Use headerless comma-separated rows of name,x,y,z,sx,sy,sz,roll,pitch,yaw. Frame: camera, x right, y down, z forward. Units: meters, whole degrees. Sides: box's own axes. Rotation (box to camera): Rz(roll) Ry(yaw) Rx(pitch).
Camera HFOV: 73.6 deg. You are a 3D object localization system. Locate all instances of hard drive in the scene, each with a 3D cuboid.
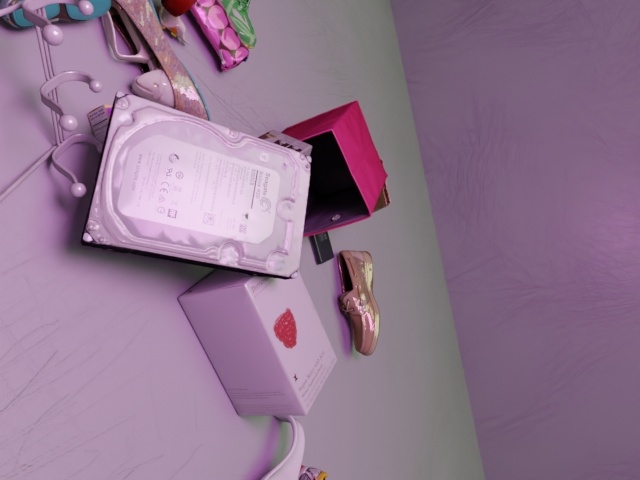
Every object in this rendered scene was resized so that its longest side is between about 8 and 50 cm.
hard drive,-0.182,-0.075,0.708,0.339,0.064,0.236,14,76,-30
hard drive,0.000,0.000,1.331,0.094,0.022,0.135,-21,97,-61

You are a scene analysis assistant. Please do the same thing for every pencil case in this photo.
pencil case,-0.259,-0.517,1.028,0.209,0.095,0.098,55,51,-30

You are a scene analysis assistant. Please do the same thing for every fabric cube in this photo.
fabric cube,0.011,-0.199,1.199,0.258,0.254,0.258,63,30,-23

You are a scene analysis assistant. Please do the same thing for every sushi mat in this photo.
sushi mat,0.154,-0.160,1.450,0.019,0.316,0.151,-7,86,-16

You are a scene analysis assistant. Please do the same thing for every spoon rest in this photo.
spoon rest,-0.092,0.495,0.893,0.137,0.084,0.276,53,36,-36

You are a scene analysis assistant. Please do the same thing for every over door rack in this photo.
over door rack,-0.375,-0.139,0.515,0.324,0.108,0.239,-65,175,-49

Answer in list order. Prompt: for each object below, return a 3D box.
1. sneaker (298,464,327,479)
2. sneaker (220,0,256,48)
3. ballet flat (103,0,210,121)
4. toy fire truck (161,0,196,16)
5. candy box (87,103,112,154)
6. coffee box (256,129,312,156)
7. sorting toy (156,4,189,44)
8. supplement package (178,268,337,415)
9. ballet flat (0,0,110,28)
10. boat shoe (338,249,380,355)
sneaker,0.000,0.633,0.986,0.088,0.093,0.225,-30,105,-60
sneaker,-0.224,-0.652,1.106,0.109,0.124,0.295,-29,104,-61
ballet flat,-0.334,-0.344,0.830,0.106,0.108,0.315,-38,107,-38
toy fire truck,-0.262,-0.619,0.833,0.169,0.303,0.253,36,46,-44
candy box,-0.331,-0.145,0.775,0.109,0.053,0.186,-24,101,-61
coffee box,-0.142,-0.119,0.956,0.297,0.119,0.168,-51,162,-56
sorting toy,-0.320,-0.477,0.953,0.075,0.045,0.083,35,37,-68
supplement package,-0.117,0.187,0.882,0.177,0.176,0.292,-47,118,-56
ballet flat,-0.430,-0.387,0.685,0.188,0.070,0.070,-50,121,-50
boat shoe,0.109,0.196,1.371,0.110,0.121,0.340,5,66,-21
